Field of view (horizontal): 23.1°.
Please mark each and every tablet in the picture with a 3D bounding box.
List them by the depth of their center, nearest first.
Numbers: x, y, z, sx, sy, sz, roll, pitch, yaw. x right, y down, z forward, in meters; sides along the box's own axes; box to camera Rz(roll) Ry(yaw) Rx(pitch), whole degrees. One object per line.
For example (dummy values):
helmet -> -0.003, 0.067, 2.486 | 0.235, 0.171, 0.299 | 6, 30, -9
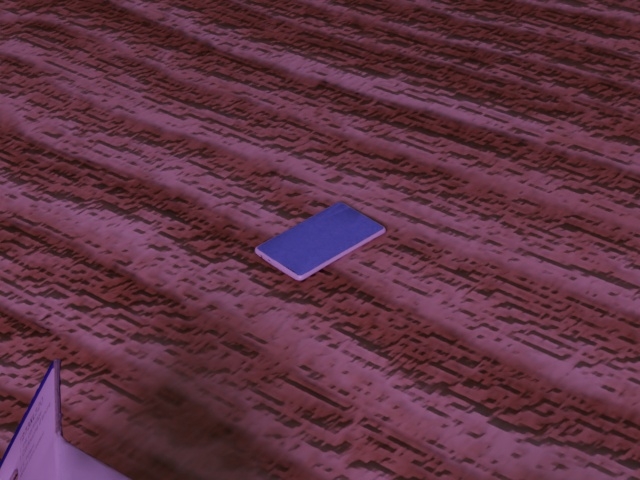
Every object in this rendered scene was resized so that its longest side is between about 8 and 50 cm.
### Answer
tablet -> 0.000, 0.000, 1.124 | 0.083, 0.006, 0.054 | -29, 41, -29

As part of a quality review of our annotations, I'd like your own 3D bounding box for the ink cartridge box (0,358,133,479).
ink cartridge box -> -0.120, 0.235, 0.672 | 0.069, 0.176, 0.371 | 17, 30, -23
